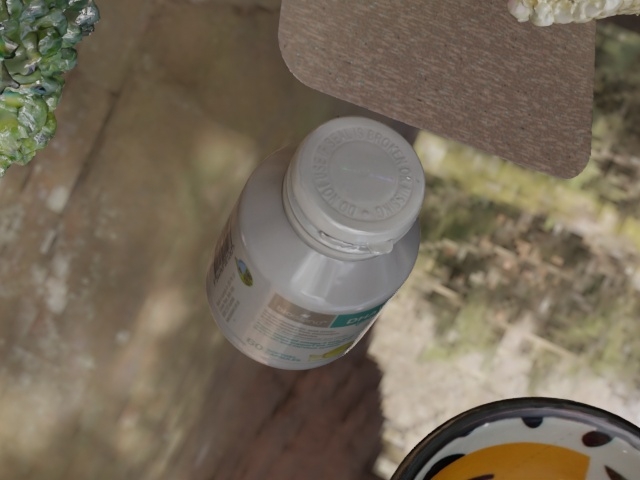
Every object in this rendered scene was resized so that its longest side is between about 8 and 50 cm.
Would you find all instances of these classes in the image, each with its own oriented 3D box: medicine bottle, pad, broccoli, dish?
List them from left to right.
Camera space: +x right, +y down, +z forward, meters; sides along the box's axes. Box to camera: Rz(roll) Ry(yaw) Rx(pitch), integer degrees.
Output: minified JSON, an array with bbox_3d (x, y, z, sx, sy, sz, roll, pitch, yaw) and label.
[{"bbox_3d":[-0.259,-0.117,1.007,0.274,0.198,0.177,-31,-158,21],"label":"broccoli"},{"bbox_3d":[0.000,0.000,1.185,0.135,0.135,0.215,-58,180,-29],"label":"medicine bottle"},{"bbox_3d":[0.087,-0.151,1.095,0.002,0.266,0.176,-20,-120,52],"label":"pad"},{"bbox_3d":[0.144,0.252,1.081,0.303,0.303,0.120,-57,-177,-30],"label":"dish"}]

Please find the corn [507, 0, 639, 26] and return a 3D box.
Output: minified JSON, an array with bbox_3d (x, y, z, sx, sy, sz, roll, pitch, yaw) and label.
[{"bbox_3d":[0.185,-0.163,0.827,0.211,0.087,0.087,-23,144,-31],"label":"corn"}]
